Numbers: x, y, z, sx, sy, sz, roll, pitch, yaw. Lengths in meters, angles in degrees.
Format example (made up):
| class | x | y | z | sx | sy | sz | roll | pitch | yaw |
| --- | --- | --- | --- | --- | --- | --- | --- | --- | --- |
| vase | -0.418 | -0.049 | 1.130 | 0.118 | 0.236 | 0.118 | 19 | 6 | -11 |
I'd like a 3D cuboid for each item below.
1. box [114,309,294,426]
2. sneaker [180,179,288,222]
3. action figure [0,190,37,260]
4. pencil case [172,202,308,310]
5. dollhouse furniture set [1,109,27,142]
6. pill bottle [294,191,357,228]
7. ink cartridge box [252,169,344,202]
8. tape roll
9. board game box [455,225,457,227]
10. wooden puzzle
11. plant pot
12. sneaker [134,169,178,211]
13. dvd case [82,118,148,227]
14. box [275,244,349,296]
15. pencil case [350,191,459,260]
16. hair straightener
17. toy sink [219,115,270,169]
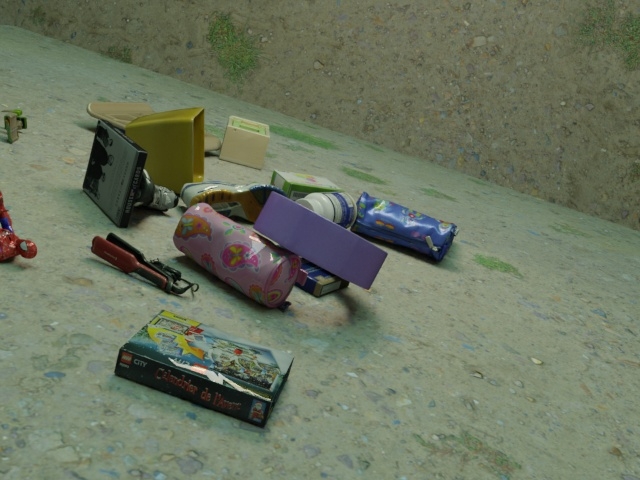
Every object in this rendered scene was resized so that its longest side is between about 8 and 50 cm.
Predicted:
| class | x | y | z | sx | sy | sz | roll | pitch | yaw |
| --- | --- | --- | --- | --- | --- | --- | --- | --- | --- |
| box | -0.169 | 0.187 | 1.049 | 0.232 | 0.044 | 0.159 | 19 | 18 | 5 |
| sneaker | -0.222 | -0.117 | 1.808 | 0.296 | 0.112 | 0.131 | 3 | 22 | -40 |
| action figure | -0.622 | -0.053 | 1.222 | 0.280 | 0.139 | 0.091 | 21 | 19 | 5 |
| pencil case | -0.166 | 0.028 | 1.403 | 0.284 | 0.124 | 0.124 | 27 | 20 | 28 |
| dollhouse furniture set | -0.860 | -0.320 | 1.908 | 0.058 | 0.076 | 0.152 | 1 | 18 | -8 |
| pill bottle | 0.007 | -0.077 | 1.895 | 0.112 | 0.112 | 0.186 | 28 | 21 | 31 |
| ink cartridge box | -0.075 | -0.161 | 2.099 | 0.188 | 0.097 | 0.255 | 6 | 22 | -31 |
| tape roll | 0.000 | 0.000 | 1.437 | 0.274 | 0.090 | 0.275 | 28 | 0 | 0 |
| board game box | 0.316 | -0.041 | 2.121 | 0.194 | 0.060 | 0.194 | 17 | 7 | 11 |
| wooden puzzle | -0.552 | -0.359 | 2.304 | 0.347 | 0.081 | 0.322 | 28 | 21 | 18 |
| plant pot | -0.426 | -0.252 | 1.903 | 0.187 | 0.212 | 0.212 | 3 | 19 | -2 |
| sneaker | -0.387 | -0.111 | 1.626 | 0.132 | 0.086 | 0.228 | 16 | -2 | -28 |
| dvd case | -0.475 | -0.157 | 1.583 | 0.029 | 0.179 | 0.238 | 5 | 21 | -42 |
| box | -0.056 | 0.055 | 1.569 | 0.225 | 0.037 | 0.136 | 25 | 19 | 26 |
| pencil case | 0.234 | -0.037 | 1.974 | 0.305 | 0.120 | 0.133 | 20 | 26 | 10 |
| hair straightener | -0.325 | 0.043 | 1.334 | 0.230 | 0.047 | 0.089 | 22 | 19 | 16 |
| toy sink | -0.267 | -0.356 | 2.451 | 0.152 | 0.131 | 0.234 | 15 | 17 | -9 |
